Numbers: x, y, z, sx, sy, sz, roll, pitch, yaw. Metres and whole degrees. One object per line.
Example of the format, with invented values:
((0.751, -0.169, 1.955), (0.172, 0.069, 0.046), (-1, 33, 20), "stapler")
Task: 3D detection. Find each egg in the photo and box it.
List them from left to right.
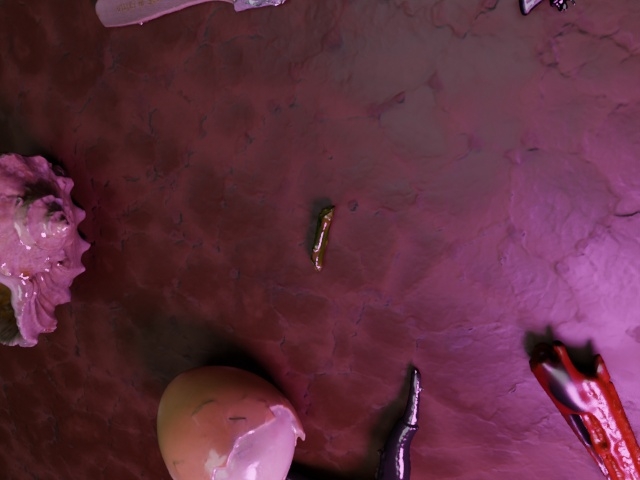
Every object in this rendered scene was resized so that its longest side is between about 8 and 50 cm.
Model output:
((-0.147, 0.302, 0.746), (0.244, 0.201, 0.201), (35, 118, 15), "egg")

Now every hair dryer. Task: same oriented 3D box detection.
((0.083, 0.349, 0.760), (0.303, 0.120, 0.360), (19, 105, 28), "hair dryer")

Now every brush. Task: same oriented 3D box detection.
((-0.156, -0.323, 0.608), (0.336, 0.020, 0.086), (-4, 109, 21), "brush")

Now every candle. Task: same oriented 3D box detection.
((0.372, 0.260, 0.624), (0.084, 0.059, 0.302), (-25, 99, 38), "candle")

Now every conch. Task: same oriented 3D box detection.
((-0.489, 0.009, 0.762), (0.352, 0.209, 0.298), (3, 104, 44), "conch")

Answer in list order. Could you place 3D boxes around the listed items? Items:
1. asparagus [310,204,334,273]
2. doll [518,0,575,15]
((0.001, 0.000, 0.674), (0.021, 0.025, 0.108), (14, 114, 4), "asparagus")
((0.217, -0.332, 0.447), (0.090, 0.067, 0.220), (-15, 106, 13), "doll")
